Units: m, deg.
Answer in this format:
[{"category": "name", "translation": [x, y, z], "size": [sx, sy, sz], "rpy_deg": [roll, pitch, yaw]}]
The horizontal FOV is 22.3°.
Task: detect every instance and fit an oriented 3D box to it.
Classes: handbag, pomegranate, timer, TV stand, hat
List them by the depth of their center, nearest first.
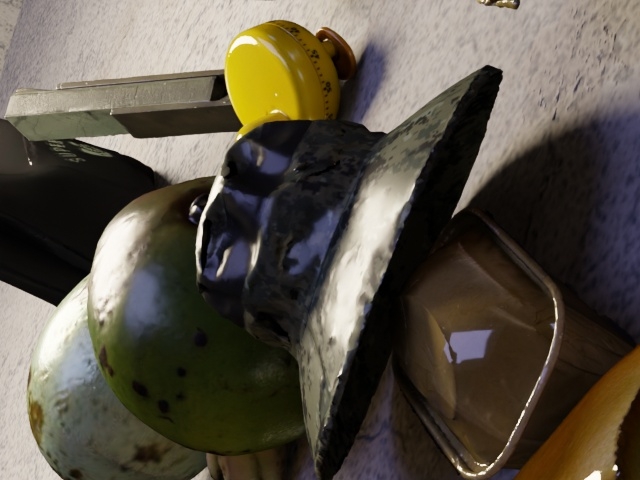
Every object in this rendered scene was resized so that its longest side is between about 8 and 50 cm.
[{"category": "hat", "translation": [0.000, 0.000, 0.938], "size": [0.265, 0.128, 0.265], "rpy_deg": [23, -90, -78]}, {"category": "pomegranate", "translation": [-0.061, 0.070, 1.107], "size": [0.202, 0.202, 0.248], "rpy_deg": [-101, 7, -54]}, {"category": "timer", "translation": [-0.038, -0.118, 1.290], "size": [0.107, 0.109, 0.107], "rpy_deg": [33, 136, 38]}, {"category": "TV stand", "translation": [-0.173, -0.123, 1.507], "size": [0.256, 0.049, 0.040], "rpy_deg": [-2, 63, 26]}, {"category": "handbag", "translation": [-0.293, -0.042, 1.619], "size": [0.152, 0.288, 0.342], "rpy_deg": [-65, 21, 11]}]

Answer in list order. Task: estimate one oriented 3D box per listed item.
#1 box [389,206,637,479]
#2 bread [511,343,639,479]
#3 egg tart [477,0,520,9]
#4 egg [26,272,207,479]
[{"category": "box", "translation": [0.089, 0.052, 0.823], "size": [0.111, 0.111, 0.177], "rpy_deg": [-67, 21, 12]}, {"category": "bread", "translation": [0.068, 0.198, 0.731], "size": [0.361, 0.077, 0.138], "rpy_deg": [-56, -4, 34]}, {"category": "egg tart", "translation": [0.161, -0.263, 0.850], "size": [0.315, 0.120, 0.315], "rpy_deg": [-164, 90, -83]}, {"category": "egg", "translation": [-0.132, 0.093, 1.262], "size": [0.231, 0.169, 0.169], "rpy_deg": [-59, 21, 4]}]
